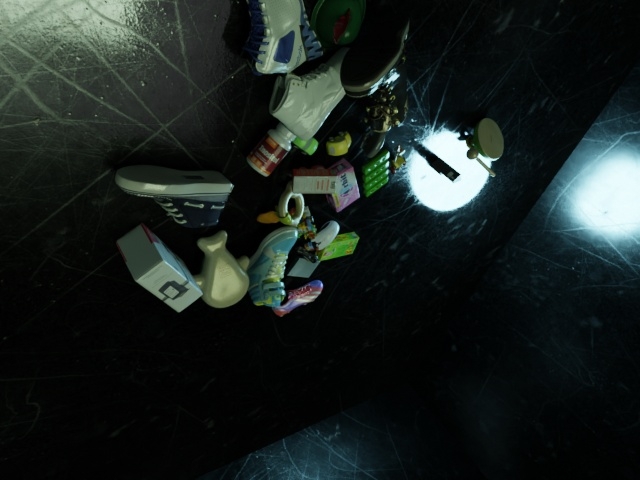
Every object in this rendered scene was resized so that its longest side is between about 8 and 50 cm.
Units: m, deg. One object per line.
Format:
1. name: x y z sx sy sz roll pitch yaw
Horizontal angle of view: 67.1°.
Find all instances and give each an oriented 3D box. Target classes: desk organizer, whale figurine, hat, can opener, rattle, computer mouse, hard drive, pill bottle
1. desk organizer: 0.539 -0.292 2.059 0.047 0.130 0.050 -41 149 0
2. whale figurine: -0.350 0.092 1.642 0.216 0.141 0.272 -24 119 -25
3. hat: 0.085 -0.545 1.262 0.208 0.183 0.173 -36 147 -7
4. can opener: 0.219 -0.416 1.640 0.074 0.093 0.280 -4 127 -42
5. rattle: -0.123 -0.152 1.654 0.130 0.142 0.200 10 86 -42
6. computer mouse: 0.000 0.000 1.908 0.193 0.042 0.106 -46 111 0
7. hard drive: -0.073 0.110 2.007 0.135 0.022 0.094 11 121 -51
8. pill bottle: -0.144 -0.273 1.437 0.152 0.086 0.086 -49 146 11

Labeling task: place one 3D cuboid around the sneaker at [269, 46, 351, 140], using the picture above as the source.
1. sneaker: -0.023 -0.443 1.343 0.169 0.108 0.293 29 94 -43

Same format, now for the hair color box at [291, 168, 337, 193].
1. hair color box: -0.020 -0.191 1.561 0.141 0.043 0.072 0 133 -9

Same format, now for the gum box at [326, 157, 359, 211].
1. gum box: 0.071 -0.202 1.755 0.107 0.062 0.188 -35 146 -10

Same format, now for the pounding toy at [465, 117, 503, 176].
1. pounding toy: 0.687 -0.404 2.085 0.183 0.110 0.237 36 64 -27

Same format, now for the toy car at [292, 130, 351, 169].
1. toy car: -0.007 -0.283 1.567 0.225 0.053 0.239 29 96 -50

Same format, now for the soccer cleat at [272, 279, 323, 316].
1. soccer cleat: -0.098 0.237 2.081 0.248 0.083 0.095 -29 140 -13

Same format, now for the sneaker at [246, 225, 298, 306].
1. sneaker: -0.154 0.111 1.714 0.127 0.208 0.319 4 138 -44

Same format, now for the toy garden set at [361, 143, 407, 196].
1. toy garden set: 0.233 -0.283 1.795 0.203 0.049 0.244 -37 162 -6

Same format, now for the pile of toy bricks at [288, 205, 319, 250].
1. pile of toy bricks: -0.076 -0.033 1.783 0.105 0.118 0.212 -9 154 7

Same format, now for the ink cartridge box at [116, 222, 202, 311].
1. ink cartridge box: -0.475 0.087 1.440 0.100 0.172 0.237 -37 147 -6

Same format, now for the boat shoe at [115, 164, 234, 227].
1. boat shoe: -0.400 -0.108 1.328 0.340 0.127 0.158 -2 123 -45

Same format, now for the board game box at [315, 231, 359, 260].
1. board game box: 0.071 0.024 2.032 0.181 0.043 0.092 -11 137 -37

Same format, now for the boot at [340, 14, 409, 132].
1. boot: 0.169 -0.435 1.375 0.284 0.138 0.377 79 26 -46

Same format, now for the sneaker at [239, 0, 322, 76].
1. sneaker: -0.124 -0.501 1.157 0.182 0.127 0.315 -43 148 0
